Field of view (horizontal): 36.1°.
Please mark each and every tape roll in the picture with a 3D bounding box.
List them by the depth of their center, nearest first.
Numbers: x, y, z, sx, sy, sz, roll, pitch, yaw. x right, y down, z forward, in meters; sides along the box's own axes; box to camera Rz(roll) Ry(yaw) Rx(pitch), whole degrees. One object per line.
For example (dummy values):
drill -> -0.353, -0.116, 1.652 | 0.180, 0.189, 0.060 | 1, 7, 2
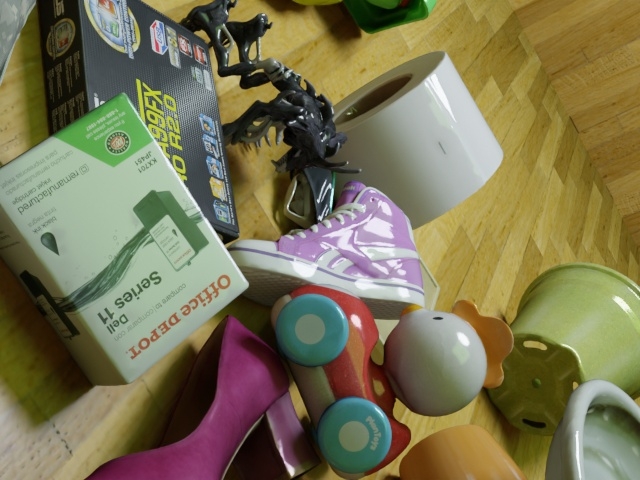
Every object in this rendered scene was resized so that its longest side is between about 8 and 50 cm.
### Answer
tape roll -> 0.114, -0.134, 1.398 | 0.169, 0.246, 0.246 | 57, 28, -16

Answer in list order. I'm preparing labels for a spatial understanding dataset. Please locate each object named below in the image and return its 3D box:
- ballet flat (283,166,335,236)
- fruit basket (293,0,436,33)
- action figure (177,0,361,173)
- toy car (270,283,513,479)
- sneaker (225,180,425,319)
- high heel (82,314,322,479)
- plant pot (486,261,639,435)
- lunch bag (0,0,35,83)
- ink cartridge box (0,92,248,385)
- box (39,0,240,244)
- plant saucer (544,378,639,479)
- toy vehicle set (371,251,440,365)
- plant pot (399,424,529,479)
ballet flat -> -0.016, -0.016, 1.271 | 0.074, 0.074, 0.203 | 32, 47, -47
fruit basket -> 0.029, -0.498, 1.624 | 0.392, 0.283, 0.391 | -2, 94, -25
action figure -> -0.068, -0.165, 1.220 | 0.275, 0.141, 0.164 | 56, 21, 18
toy car -> 0.085, 0.121, 1.053 | 0.219, 0.238, 0.210 | 106, -38, -81
sneaker -> 0.000, 0.000, 1.170 | 0.282, 0.102, 0.161 | 12, 66, -37
high heel -> -0.143, 0.164, 0.852 | 0.181, 0.127, 0.377 | 59, 20, 15
plant pot -> 0.412, 0.200, 1.670 | 0.254, 0.276, 0.276 | -23, 88, -52
lunch bag -> -0.323, -0.164, 0.670 | 0.256, 0.213, 0.305 | 42, 35, -37
ink cartridge box -> -0.183, 0.002, 0.855 | 0.153, 0.087, 0.208 | -40, 106, -30
box -> -0.192, -0.136, 1.051 | 0.216, 0.060, 0.270 | 25, 47, -52
plant saucer -> 0.326, 0.354, 1.058 | 0.400, 0.101, 0.400 | 38, 39, -39
toy vehicle set -> 0.098, 0.076, 1.421 | 0.166, 0.035, 0.267 | 57, 28, -15
plant pot -> 0.188, 0.339, 1.207 | 0.205, 0.205, 0.188 | 34, 25, -46
